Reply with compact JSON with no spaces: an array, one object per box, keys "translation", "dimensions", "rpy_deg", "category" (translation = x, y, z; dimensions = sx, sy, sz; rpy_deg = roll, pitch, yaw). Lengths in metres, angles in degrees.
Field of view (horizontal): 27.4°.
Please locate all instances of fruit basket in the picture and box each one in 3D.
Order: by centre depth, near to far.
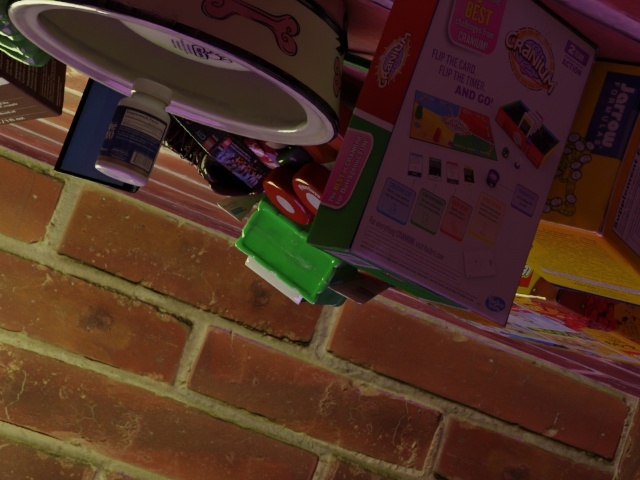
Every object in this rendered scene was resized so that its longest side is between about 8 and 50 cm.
[{"translation":[0.000,0.000,2.470],"dimensions":[0.327,0.165,0.353],"rpy_deg":[36,-164,11],"category":"fruit basket"}]

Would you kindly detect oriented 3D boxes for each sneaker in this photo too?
[{"translation":[-0.199,-0.160,2.197],"dimensions":[0.281,0.106,0.162],"rpy_deg":[27,-161,1],"category":"sneaker"}]

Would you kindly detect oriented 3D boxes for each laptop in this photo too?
[{"translation":[-0.290,-0.202,1.934],"dimensions":[0.137,0.234,0.264],"rpy_deg":[20,173,-8],"category":"laptop"}]

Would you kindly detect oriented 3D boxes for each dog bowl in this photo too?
[{"translation":[-0.149,-0.257,1.545],"dimensions":[0.408,0.150,0.408],"rpy_deg":[19,171,3],"category":"dog bowl"}]

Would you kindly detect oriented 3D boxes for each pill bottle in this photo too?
[{"translation":[-0.221,-0.131,1.583],"dimensions":[0.067,0.120,0.067],"rpy_deg":[19,172,3],"category":"pill bottle"}]

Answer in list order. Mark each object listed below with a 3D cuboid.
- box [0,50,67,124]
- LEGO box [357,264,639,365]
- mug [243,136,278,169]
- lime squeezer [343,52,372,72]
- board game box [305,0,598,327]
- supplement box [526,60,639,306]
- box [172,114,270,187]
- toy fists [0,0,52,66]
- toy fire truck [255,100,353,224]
[{"translation":[-0.583,-0.310,2.081],"dimensions":[0.191,0.143,0.381],"rpy_deg":[-7,160,22],"category":"box"},{"translation":[0.368,0.051,2.202],"dimensions":[0.373,0.193,0.500],"rpy_deg":[26,170,-33],"category":"LEGO box"},{"translation":[-0.032,-0.145,2.156],"dimensions":[0.169,0.113,0.150],"rpy_deg":[22,170,6],"category":"mug"},{"translation":[0.134,-0.208,1.598],"dimensions":[0.110,0.059,0.310],"rpy_deg":[56,159,-20],"category":"lime squeezer"},{"translation":[0.140,-0.099,1.309],"dimensions":[0.242,0.316,0.064],"rpy_deg":[27,170,-39],"category":"board game box"},{"translation":[0.328,-0.061,1.559],"dimensions":[0.195,0.194,0.356],"rpy_deg":[14,170,33],"category":"supplement box"},{"translation":[-0.192,-0.194,2.061],"dimensions":[0.233,0.044,0.159],"rpy_deg":[46,-177,27],"category":"box"},{"translation":[-0.389,-0.319,1.718],"dimensions":[0.096,0.142,0.279],"rpy_deg":[19,171,2],"category":"toy fists"},{"translation":[-0.026,-0.167,1.923],"dimensions":[0.254,0.169,0.302],"rpy_deg":[49,163,-16],"category":"toy fire truck"}]
